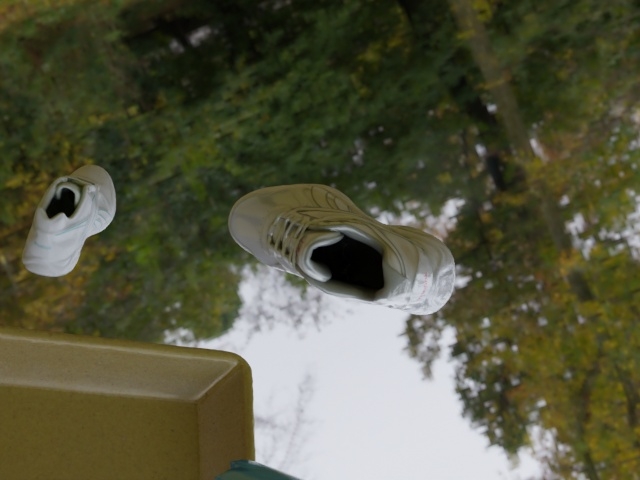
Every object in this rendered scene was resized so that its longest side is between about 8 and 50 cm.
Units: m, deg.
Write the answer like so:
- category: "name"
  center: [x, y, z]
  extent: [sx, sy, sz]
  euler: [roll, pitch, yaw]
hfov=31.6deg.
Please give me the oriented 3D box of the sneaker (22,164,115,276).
- category: "sneaker"
  center: [-0.209, -0.031, 0.972]
  extent: [0.054, 0.061, 0.152]
  euler: [15, -148, -1]

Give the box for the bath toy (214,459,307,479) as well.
- category: "bath toy"
  center: [-0.083, 0.360, 0.932]
  extent: [0.151, 0.348, 0.129]
  euler: [25, 168, -39]

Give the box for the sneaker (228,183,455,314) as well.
- category: "sneaker"
  center: [0.000, 0.000, 1.007]
  extent: [0.232, 0.090, 0.115]
  euler: [17, -173, 32]

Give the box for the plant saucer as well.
- category: "plant saucer"
  center: [-0.233, 0.270, 1.201]
  extent: [0.333, 0.332, 0.081]
  euler: [9, 150, -25]
